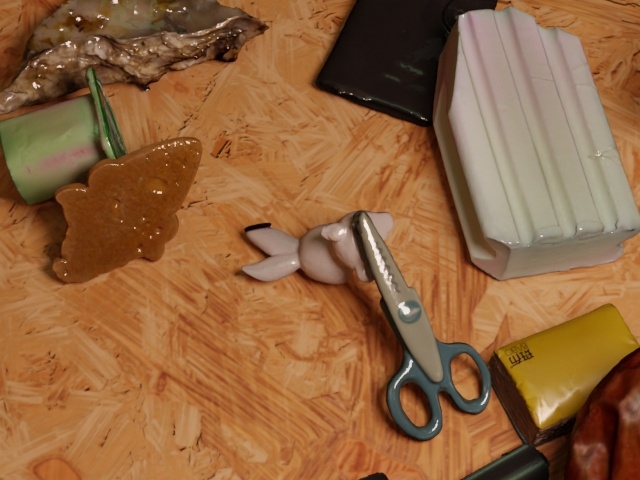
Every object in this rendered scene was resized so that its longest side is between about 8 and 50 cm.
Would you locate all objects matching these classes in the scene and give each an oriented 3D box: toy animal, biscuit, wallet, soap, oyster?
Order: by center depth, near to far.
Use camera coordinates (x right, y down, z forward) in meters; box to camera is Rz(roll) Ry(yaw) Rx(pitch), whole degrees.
[{"bbox_3d":[-0.244,-0.042,1.627,0.250,0.162,0.035,-42,34,6],"label":"biscuit"},{"bbox_3d":[0.000,0.000,1.635,0.127,0.182,0.131,32,59,-32],"label":"toy animal"},{"bbox_3d":[0.266,-0.134,1.688,0.208,0.115,0.346,-9,67,-11],"label":"soap"},{"bbox_3d":[-0.277,-0.279,1.793,0.396,0.111,0.204,-16,38,-14],"label":"oyster"},{"bbox_3d":[0.146,-0.328,1.852,0.197,0.051,0.377,21,64,8],"label":"wallet"}]

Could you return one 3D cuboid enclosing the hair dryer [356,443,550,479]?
[{"bbox_3d":[0.169,0.350,1.450,0.302,0.116,0.244,-26,67,-23],"label":"hair dryer"}]

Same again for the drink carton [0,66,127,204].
[{"bbox_3d":[-0.334,-0.120,1.680,0.142,0.144,0.146,-19,62,-1],"label":"drink carton"}]

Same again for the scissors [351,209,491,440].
[{"bbox_3d":[0.104,0.096,1.549,0.138,0.041,0.289,-26,94,-14],"label":"scissors"}]

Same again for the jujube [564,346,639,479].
[{"bbox_3d":[0.403,0.281,1.391,0.277,0.276,0.376,7,66,3],"label":"jujube"}]

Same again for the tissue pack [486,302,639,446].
[{"bbox_3d":[0.304,0.162,1.561,0.169,0.082,0.120,-20,62,-12],"label":"tissue pack"}]
